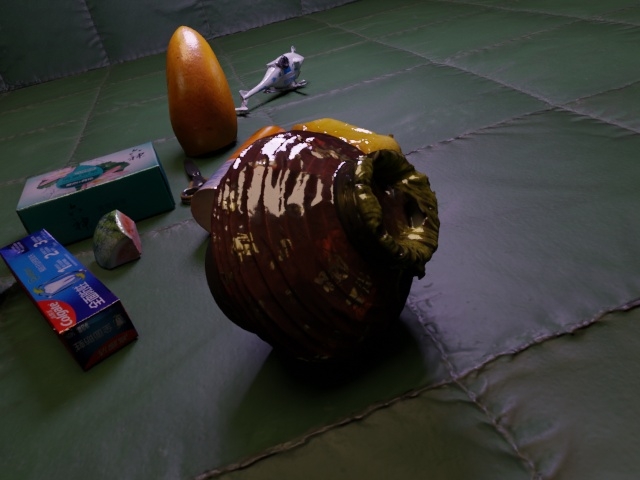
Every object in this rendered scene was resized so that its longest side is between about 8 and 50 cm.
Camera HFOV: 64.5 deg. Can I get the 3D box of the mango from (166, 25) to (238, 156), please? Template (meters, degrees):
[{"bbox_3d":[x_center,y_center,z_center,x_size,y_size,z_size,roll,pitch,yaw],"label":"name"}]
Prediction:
[{"bbox_3d":[-0.267,-0.332,1.117,0.137,0.257,0.187,-5,32,13],"label":"mango"}]

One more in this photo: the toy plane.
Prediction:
[{"bbox_3d":[-0.143,-0.444,1.403,0.273,0.107,0.182,-31,30,-19],"label":"toy plane"}]

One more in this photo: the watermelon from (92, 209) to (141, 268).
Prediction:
[{"bbox_3d":[-0.322,0.006,0.802,0.092,0.072,0.085,-44,36,23],"label":"watermelon"}]

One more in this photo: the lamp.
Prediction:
[{"bbox_3d":[0.000,0.000,0.513,0.246,0.247,0.247,-9,31,6],"label":"lamp"}]

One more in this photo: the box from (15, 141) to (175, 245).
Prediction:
[{"bbox_3d":[-0.407,-0.086,0.935,0.244,0.092,0.153,-22,32,-13],"label":"box"}]

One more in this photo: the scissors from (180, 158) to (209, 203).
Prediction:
[{"bbox_3d":[-0.250,-0.128,1.017,0.088,0.017,0.220,-22,32,-13],"label":"scissors"}]

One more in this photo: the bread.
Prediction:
[{"bbox_3d":[0.032,-0.140,0.855,0.094,0.102,0.245,-22,33,-27],"label":"bread"}]

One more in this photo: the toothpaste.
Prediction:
[{"bbox_3d":[-0.359,0.066,0.699,0.076,0.066,0.320,-33,37,-29],"label":"toothpaste"}]

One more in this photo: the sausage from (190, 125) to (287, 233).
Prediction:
[{"bbox_3d":[-0.116,-0.125,0.891,0.092,0.093,0.312,-1,33,19],"label":"sausage"}]
